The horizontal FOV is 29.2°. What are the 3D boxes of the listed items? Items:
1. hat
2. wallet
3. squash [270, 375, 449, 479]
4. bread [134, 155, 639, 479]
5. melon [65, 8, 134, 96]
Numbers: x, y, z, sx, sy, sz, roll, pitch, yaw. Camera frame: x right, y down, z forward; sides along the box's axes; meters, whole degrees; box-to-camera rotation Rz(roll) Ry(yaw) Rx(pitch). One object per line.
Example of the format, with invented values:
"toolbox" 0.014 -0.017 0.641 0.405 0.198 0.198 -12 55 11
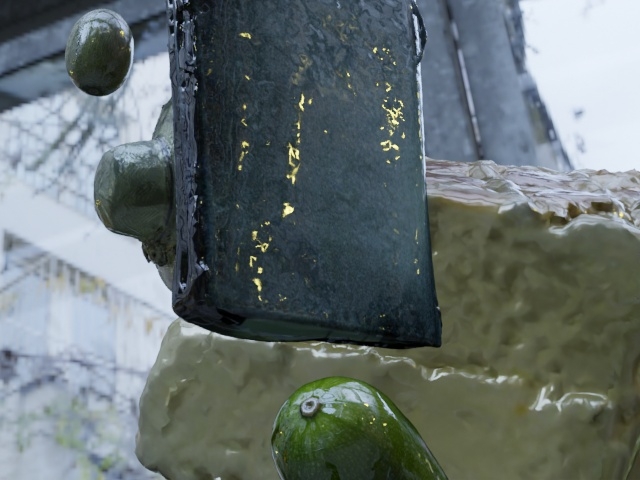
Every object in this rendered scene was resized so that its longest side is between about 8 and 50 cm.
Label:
"hat" -0.209 -0.057 1.440 0.110 0.252 0.252 0 -34 -27
"wallet" -0.010 -0.126 0.679 0.190 0.379 0.046 10 -21 -43
"squash" 0.037 0.136 0.577 0.066 0.066 0.252 -16 -42 13
"bread" 0.106 0.074 0.970 0.371 0.279 0.390 8 7 23
"melon" -0.313 -0.267 1.740 0.098 0.131 0.098 1 -18 0
